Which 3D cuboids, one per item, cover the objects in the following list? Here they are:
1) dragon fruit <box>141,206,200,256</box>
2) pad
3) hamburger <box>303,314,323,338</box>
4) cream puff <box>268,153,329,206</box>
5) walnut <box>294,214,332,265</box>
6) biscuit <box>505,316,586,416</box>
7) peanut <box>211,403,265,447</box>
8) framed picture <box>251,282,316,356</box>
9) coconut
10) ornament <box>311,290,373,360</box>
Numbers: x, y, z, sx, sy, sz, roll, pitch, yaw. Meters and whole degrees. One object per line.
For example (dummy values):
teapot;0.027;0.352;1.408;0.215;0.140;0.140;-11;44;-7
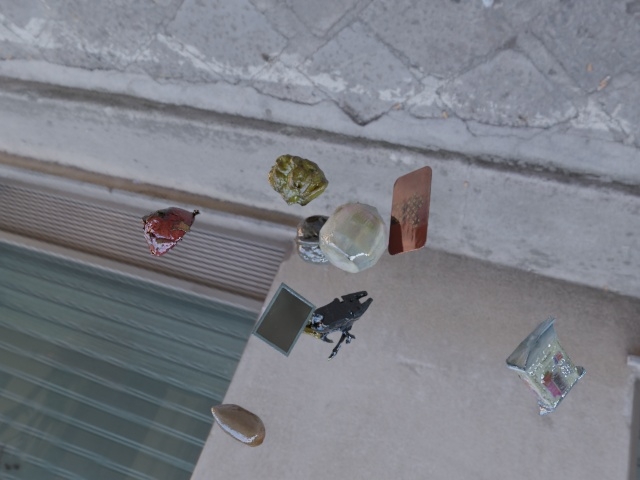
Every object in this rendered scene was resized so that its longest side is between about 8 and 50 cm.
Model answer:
dragon fruit;-0.597;-0.062;1.990;0.224;0.218;0.148;-26;119;35
pad;0.274;-0.091;1.624;0.004;0.267;0.181;17;161;-29
hamburger;-0.052;0.329;2.174;0.177;0.113;0.185;10;-170;-41
cream puff;-0.089;-0.244;2.128;0.244;0.196;0.244;47;-177;-4
walnut;0.000;0.000;2.122;0.224;0.224;0.224;17;155;8
biscuit;0.608;0.342;1.413;0.309;0.186;0.079;48;174;-33
peanut;-0.203;0.450;1.294;0.152;0.076;0.076;31;156;6
framed picture;-0.110;0.241;1.603;0.142;0.183;0.011;37;160;-19
coconut;0.119;-0.021;1.789;0.227;0.230;0.227;30;159;13
ornament;0.035;0.256;1.485;0.080;0.202;0.236;51;142;25
